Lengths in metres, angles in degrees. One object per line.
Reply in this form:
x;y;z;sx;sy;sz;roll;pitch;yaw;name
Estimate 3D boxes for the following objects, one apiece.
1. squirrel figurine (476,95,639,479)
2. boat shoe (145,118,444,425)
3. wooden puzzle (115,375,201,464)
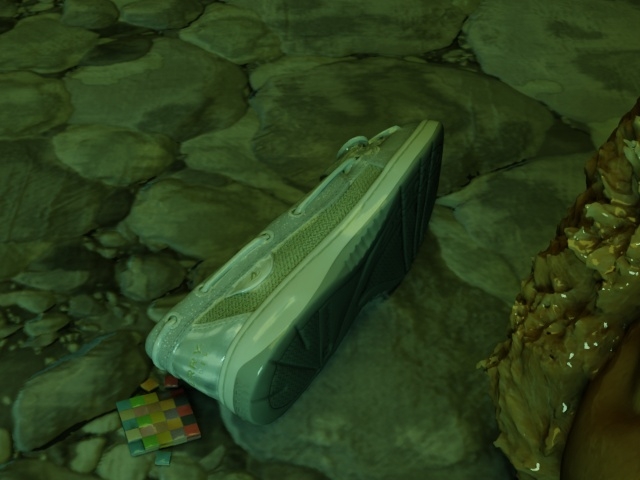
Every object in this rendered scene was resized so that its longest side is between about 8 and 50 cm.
0.251;0.015;0.658;0.281;0.371;0.397;-4;21;-27;squirrel figurine
-0.001;0.003;0.915;0.103;0.118;0.320;23;51;21;boat shoe
-0.114;0.125;0.844;0.049;0.006;0.083;-13;40;-16;wooden puzzle
